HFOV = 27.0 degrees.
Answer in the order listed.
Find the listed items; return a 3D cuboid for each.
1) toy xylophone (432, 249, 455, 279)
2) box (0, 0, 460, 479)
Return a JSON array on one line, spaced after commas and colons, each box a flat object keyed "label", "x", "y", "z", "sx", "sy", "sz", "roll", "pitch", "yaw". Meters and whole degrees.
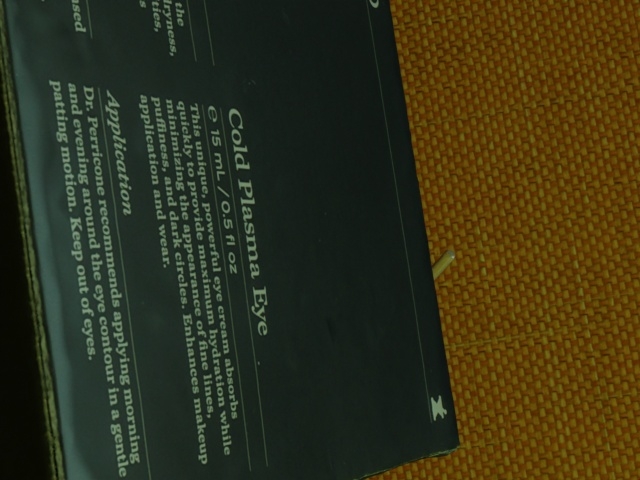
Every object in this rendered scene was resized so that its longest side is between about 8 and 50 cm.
[{"label": "toy xylophone", "x": 0.000, "y": 0.000, "z": 1.361, "sx": 0.081, "sy": 0.236, "sz": 0.323, "roll": -36, "pitch": 163, "yaw": -42}, {"label": "box", "x": -0.100, "y": -0.043, "z": 0.598, "sx": 0.312, "sy": 0.179, "sz": 0.343, "roll": 2, "pitch": 79, "yaw": -60}]
